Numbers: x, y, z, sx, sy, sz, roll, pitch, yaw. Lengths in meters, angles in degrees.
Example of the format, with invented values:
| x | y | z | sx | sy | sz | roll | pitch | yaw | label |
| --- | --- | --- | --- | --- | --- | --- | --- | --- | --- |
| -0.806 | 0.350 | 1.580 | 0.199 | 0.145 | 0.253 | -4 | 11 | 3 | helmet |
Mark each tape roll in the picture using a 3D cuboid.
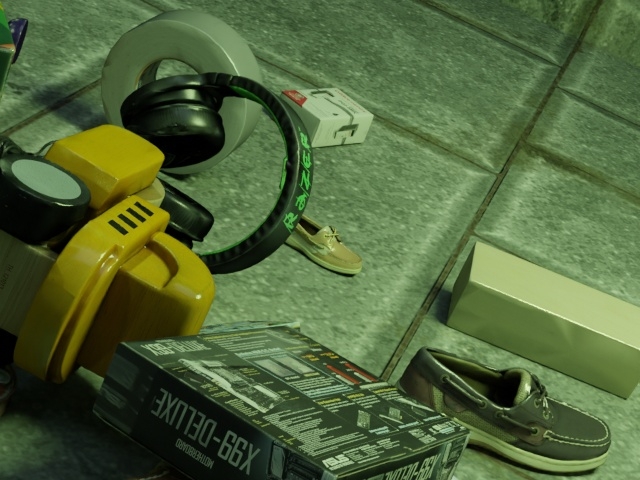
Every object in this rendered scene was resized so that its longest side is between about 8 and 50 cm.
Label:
| x | y | z | sx | sy | sz | roll | pitch | yaw | label |
| --- | --- | --- | --- | --- | --- | --- | --- | --- | --- |
| -0.193 | -0.206 | 1.843 | 0.219 | 0.219 | 0.072 | 26 | 28 | 6 | tape roll |

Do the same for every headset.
| x | y | z | sx | sy | sz | roll | pitch | yaw | label |
| --- | --- | --- | --- | --- | --- | --- | --- | --- | --- |
| -0.206 | -0.092 | 1.622 | 0.394 | 0.244 | 0.185 | 4 | -11 | 27 | headset |

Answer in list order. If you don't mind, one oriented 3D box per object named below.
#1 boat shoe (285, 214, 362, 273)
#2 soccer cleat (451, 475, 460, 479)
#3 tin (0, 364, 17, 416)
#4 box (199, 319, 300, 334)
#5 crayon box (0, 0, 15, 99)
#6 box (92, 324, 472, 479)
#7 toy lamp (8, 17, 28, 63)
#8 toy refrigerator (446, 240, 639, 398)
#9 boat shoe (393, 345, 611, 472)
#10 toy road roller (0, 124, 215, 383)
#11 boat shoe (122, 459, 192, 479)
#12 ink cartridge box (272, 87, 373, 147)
| x | y | z | sx | sy | sz | roll | pitch | yaw | label |
| --- | --- | --- | --- | --- | --- | --- | --- | --- | --- |
| 0.000 | 0.000 | 1.811 | 0.135 | 0.045 | 0.050 | 28 | 27 | 9 | boat shoe |
| 0.111 | 0.266 | 1.400 | 0.248 | 0.083 | 0.095 | 35 | -3 | 33 | soccer cleat |
| -0.389 | 0.133 | 1.275 | 0.189 | 0.040 | 0.106 | 8 | 34 | -28 | tin |
| -0.103 | 0.110 | 1.496 | 0.137 | 0.027 | 0.094 | -5 | 2 | -43 | box |
| -0.472 | -0.234 | 1.693 | 0.081 | 0.202 | 0.318 | 9 | 31 | -28 | crayon box |
| -0.026 | 0.171 | 1.249 | 0.242 | 0.077 | 0.307 | 28 | 12 | 25 | box |
| -0.572 | -0.342 | 1.949 | 0.274 | 0.080 | 0.080 | 18 | 27 | -9 | toy lamp |
| 0.314 | 0.111 | 1.809 | 0.269 | 0.094 | 0.102 | 22 | 34 | -2 | toy refrigerator |
| 0.227 | 0.197 | 1.576 | 0.285 | 0.092 | 0.103 | 17 | 27 | -11 | boat shoe |
| -0.219 | 0.036 | 1.368 | 0.240 | 0.203 | 0.329 | 30 | 19 | 4 | toy road roller |
| -0.112 | 0.255 | 1.197 | 0.324 | 0.123 | 0.120 | 11 | 23 | -40 | boat shoe |
| 0.005 | -0.203 | 2.172 | 0.099 | 0.056 | 0.135 | 39 | 31 | 30 | ink cartridge box |
